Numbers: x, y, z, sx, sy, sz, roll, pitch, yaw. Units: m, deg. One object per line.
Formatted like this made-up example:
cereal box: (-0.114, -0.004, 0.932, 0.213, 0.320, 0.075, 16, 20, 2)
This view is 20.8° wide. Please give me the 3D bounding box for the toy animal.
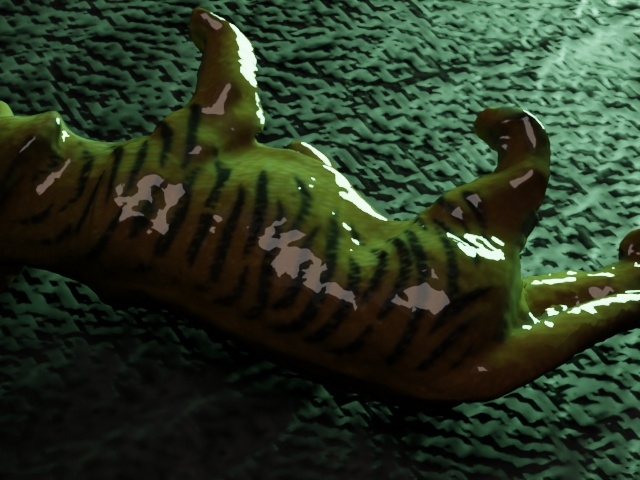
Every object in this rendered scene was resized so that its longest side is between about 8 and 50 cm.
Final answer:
toy animal: (0.000, 0.000, 0.491, 0.241, 0.057, 0.099, 21, 52, 18)
